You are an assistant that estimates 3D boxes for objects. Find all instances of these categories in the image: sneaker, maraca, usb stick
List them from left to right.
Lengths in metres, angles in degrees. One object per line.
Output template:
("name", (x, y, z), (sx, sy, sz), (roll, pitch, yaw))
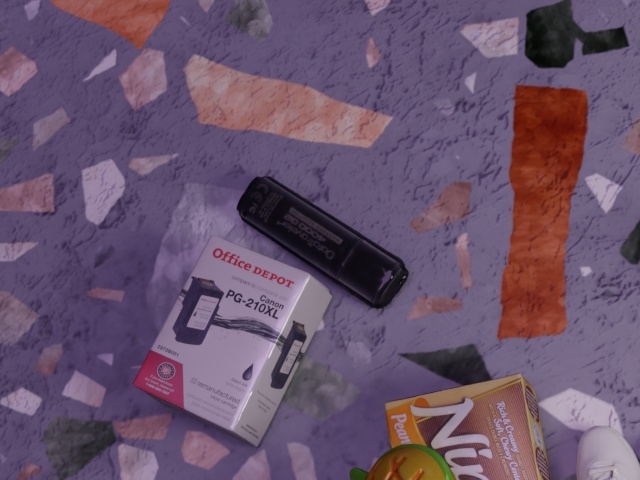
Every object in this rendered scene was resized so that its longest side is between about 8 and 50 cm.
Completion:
("usb stick", (0.000, 0.000, 2.195), (0.278, 0.045, 0.077), (33, 90, 28))
("maraca", (0.093, 0.313, 1.908), (0.185, 0.099, 0.127), (-24, 65, 43))
("sneaker", (0.347, 0.318, 1.906), (0.080, 0.094, 0.212), (-11, 65, 18))

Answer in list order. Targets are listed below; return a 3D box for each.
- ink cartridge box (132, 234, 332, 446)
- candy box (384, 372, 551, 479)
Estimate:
("ink cartridge box", (-0.117, 0.133, 2.151), (0.172, 0.100, 0.237), (21, 78, 26))
("candy box", (0.195, 0.339, 1.957), (0.183, 0.087, 0.316), (-14, 65, 16))
